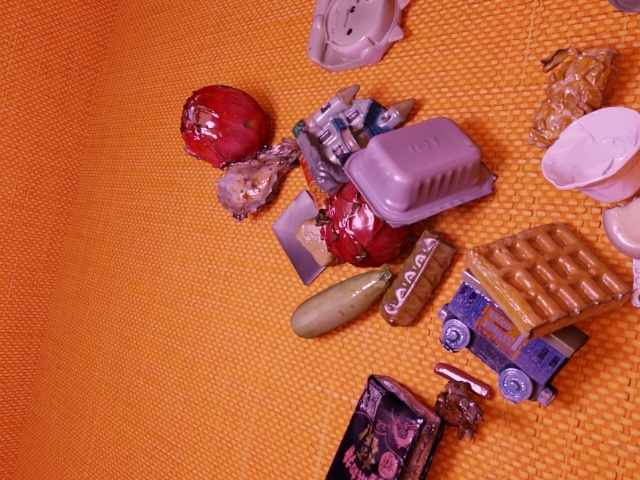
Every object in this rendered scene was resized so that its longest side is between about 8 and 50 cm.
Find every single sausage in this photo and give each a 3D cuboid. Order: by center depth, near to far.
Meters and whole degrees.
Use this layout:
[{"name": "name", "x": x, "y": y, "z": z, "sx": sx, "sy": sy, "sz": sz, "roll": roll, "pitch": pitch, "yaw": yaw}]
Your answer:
[{"name": "sausage", "x": 0.337, "y": 0.332, "z": 1.141, "sx": 0.147, "sy": 0.035, "sz": 0.030, "roll": 22, "pitch": 121, "yaw": 37}, {"name": "sausage", "x": 0.003, "y": -0.161, "z": 1.483, "sx": 0.083, "sy": 0.083, "sz": 0.264, "roll": -33, "pitch": 63, "yaw": 28}]

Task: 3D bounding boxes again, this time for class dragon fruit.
[{"name": "dragon fruit", "x": 0.134, "y": -0.056, "z": 1.251, "sx": 0.299, "sy": 0.244, "sz": 0.244, "roll": -31, "pitch": 62, "yaw": 16}, {"name": "dragon fruit", "x": -0.334, "y": -0.393, "z": 1.671, "sx": 0.296, "sy": 0.302, "sz": 0.295, "roll": -14, "pitch": 74, "yaw": 58}]

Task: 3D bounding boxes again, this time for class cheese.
[{"name": "cheese", "x": 0.661, "y": 0.001, "z": 0.937, "sx": 0.163, "sy": 0.071, "sz": 0.248, "roll": -23, "pitch": 67, "yaw": 34}]

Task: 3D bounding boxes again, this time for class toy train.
[{"name": "toy train", "x": 0.402, "y": 0.200, "z": 1.043, "sx": 0.300, "sy": 0.131, "sz": 0.202, "roll": 40, "pitch": 119, "yaw": 33}]

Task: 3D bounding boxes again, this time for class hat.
[{"name": "hat", "x": 0.568, "y": -0.153, "z": 0.960, "sx": 0.203, "sy": 0.126, "sz": 0.203, "roll": -44, "pitch": 25, "yaw": 27}]

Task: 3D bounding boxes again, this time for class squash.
[{"name": "squash", "x": 0.062, "y": 0.172, "z": 1.332, "sx": 0.371, "sy": 0.118, "sz": 0.118, "roll": -34, "pitch": 62, "yaw": 29}]

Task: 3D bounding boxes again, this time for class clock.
[{"name": "clock", "x": 0.120, "y": -0.673, "z": 1.476, "sx": 0.324, "sy": 0.109, "sz": 0.265, "roll": 7, "pitch": 84, "yaw": 38}]

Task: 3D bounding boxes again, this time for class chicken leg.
[{"name": "chicken leg", "x": 0.313, "y": 0.373, "z": 1.075, "sx": 0.080, "sy": 0.196, "sz": 0.125, "roll": -17, "pitch": 53, "yaw": -9}]

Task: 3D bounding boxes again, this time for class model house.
[{"name": "model house", "x": 0.119, "y": -0.308, "z": 1.354, "sx": 0.325, "sy": 0.194, "sz": 0.267, "roll": -37, "pitch": 60, "yaw": 22}]

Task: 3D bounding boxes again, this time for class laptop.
[{"name": "laptop", "x": -0.047, "y": -0.012, "z": 1.524, "sx": 0.187, "sy": 0.015, "sz": 0.269, "roll": -47, "pitch": 57, "yaw": 21}]

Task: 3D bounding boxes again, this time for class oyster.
[{"name": "oyster", "x": -0.207, "y": -0.222, "z": 1.608, "sx": 0.337, "sy": 0.133, "sz": 0.198, "roll": -42, "pitch": 88, "yaw": 17}]

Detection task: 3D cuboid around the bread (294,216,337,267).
[{"name": "bread", "x": 0.008, "y": -0.005, "z": 1.406, "sx": 0.125, "sy": 0.086, "sz": 0.156, "roll": -46, "pitch": 73, "yaw": 27}]

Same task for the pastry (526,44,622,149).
[{"name": "pastry", "x": 0.556, "y": -0.322, "z": 1.067, "sx": 0.154, "sy": 0.102, "sz": 0.250, "roll": 24, "pitch": 97, "yaw": 36}]

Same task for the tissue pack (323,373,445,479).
[{"name": "tissue pack", "x": 0.148, "y": 0.522, "z": 1.175, "sx": 0.245, "sy": 0.123, "sz": 0.332, "roll": 25, "pitch": 94, "yaw": 60}]

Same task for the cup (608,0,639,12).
[{"name": "cup", "x": 0.684, "y": -0.575, "z": 1.020, "sx": 0.120, "sy": 0.120, "sz": 0.141, "roll": 9, "pitch": 78, "yaw": 39}]

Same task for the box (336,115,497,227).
[{"name": "box", "x": 0.244, "y": -0.195, "z": 1.155, "sx": 0.264, "sy": 0.337, "sz": 0.106, "roll": 58, "pitch": 158, "yaw": 31}]

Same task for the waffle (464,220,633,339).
[{"name": "waffle", "x": 0.458, "y": 0.073, "z": 0.986, "sx": 0.055, "sy": 0.248, "sz": 0.221, "roll": 89, "pitch": 161, "yaw": -46}]

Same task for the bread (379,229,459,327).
[{"name": "bread", "x": 0.243, "y": 0.104, "z": 1.230, "sx": 0.269, "sy": 0.098, "sz": 0.087, "roll": -61, "pitch": 14, "yaw": 11}]
